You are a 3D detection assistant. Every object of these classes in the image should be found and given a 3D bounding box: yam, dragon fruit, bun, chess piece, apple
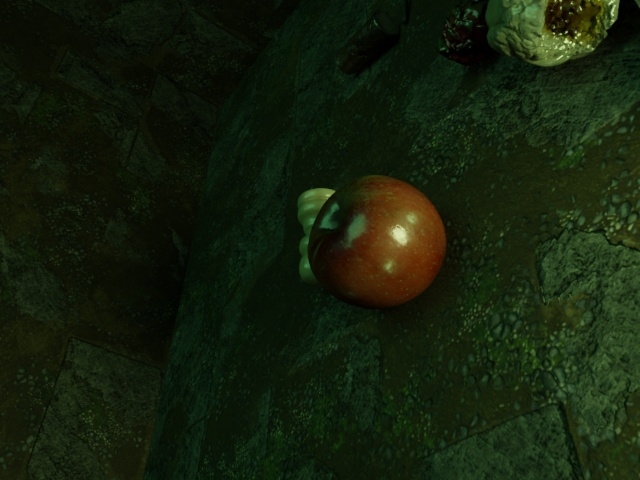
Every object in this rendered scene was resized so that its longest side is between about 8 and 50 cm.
[{"bbox_3d":[0.176,-0.753,2.390,0.279,0.131,0.131,-32,40,51],"label":"yam"},{"bbox_3d":[0.416,-0.580,1.729,0.182,0.182,0.189,-112,34,-57],"label":"dragon fruit"},{"bbox_3d":[0.511,-0.501,1.410,0.282,0.281,0.205,-93,5,-46],"label":"bun"},{"bbox_3d":[0.000,0.000,1.994,0.167,0.167,0.300,-31,49,48],"label":"chess piece"},{"bbox_3d":[0.139,0.007,1.575,0.348,0.276,0.349,-46,28,33],"label":"apple"}]

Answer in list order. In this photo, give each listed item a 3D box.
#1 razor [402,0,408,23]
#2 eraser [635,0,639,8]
[{"bbox_3d":[0.319,-0.880,2.338,0.066,0.033,0.190,-30,42,50],"label":"razor"},{"bbox_3d":[0.717,-0.411,1.108,0.213,0.082,0.397,-42,33,39],"label":"eraser"}]
